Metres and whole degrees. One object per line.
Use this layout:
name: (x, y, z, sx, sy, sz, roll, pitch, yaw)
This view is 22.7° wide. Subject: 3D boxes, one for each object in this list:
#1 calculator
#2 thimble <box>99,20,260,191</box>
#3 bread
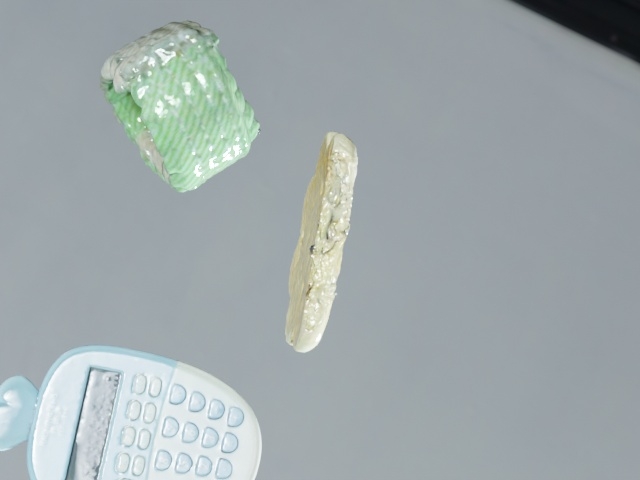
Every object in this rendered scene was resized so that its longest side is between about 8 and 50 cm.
calculator: (-0.215, 0.214, 1.752, 0.042, 0.303, 0.188, 143, -40, -83)
thimble: (-0.187, -0.185, 2.112, 0.150, 0.219, 0.219, -33, 161, -12)
bread: (0.000, 0.000, 1.811, 0.182, 0.039, 0.250, -167, -92, -83)
